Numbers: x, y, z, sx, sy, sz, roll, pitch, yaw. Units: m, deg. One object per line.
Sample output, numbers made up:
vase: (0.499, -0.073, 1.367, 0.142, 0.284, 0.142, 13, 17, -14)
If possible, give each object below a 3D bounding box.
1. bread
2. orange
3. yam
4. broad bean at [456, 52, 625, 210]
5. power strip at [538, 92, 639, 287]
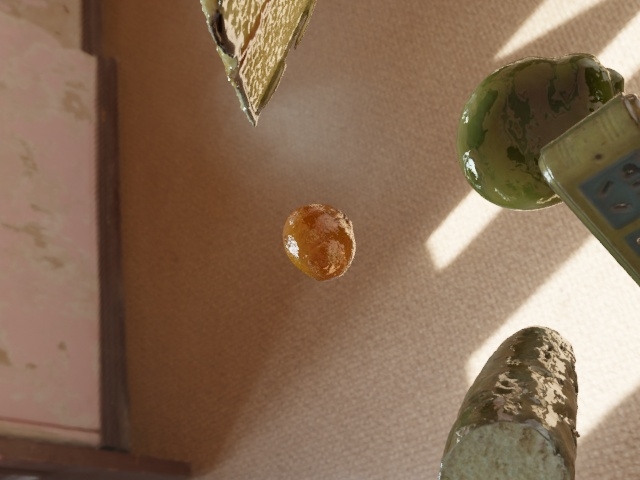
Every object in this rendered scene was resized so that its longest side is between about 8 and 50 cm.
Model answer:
bread: (-0.033, -0.414, 1.086, 0.405, 0.345, 0.242, -32, 74, 7)
orange: (-0.001, -0.001, 1.299, 0.117, 0.135, 0.135, -56, 47, 8)
yam: (0.223, 0.190, 0.845, 0.133, 0.330, 0.133, 8, 112, 21)
broad bean: (0.349, -0.181, 1.232, 0.291, 0.119, 0.238, -45, 78, -1)
power strip: (0.329, 0.042, 0.638, 0.092, 0.387, 0.066, -37, 21, 30)
